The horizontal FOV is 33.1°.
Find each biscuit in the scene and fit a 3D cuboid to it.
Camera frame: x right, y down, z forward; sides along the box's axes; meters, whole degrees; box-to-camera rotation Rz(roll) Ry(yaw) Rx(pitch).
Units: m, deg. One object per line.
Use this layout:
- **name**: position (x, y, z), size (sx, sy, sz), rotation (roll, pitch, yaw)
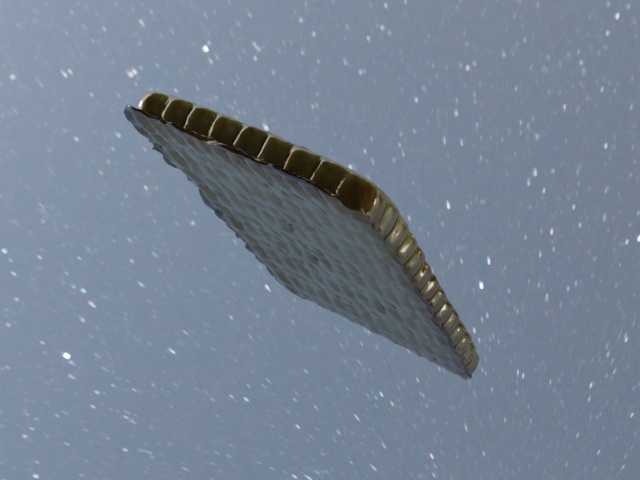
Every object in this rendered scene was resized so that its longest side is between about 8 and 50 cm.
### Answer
- **biscuit**: position (0.000, 0.000, 0.655), size (0.172, 0.254, 0.029), rotation (25, -105, 31)
